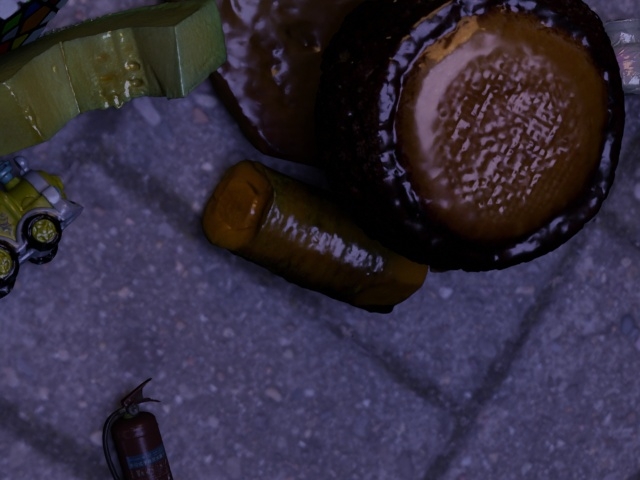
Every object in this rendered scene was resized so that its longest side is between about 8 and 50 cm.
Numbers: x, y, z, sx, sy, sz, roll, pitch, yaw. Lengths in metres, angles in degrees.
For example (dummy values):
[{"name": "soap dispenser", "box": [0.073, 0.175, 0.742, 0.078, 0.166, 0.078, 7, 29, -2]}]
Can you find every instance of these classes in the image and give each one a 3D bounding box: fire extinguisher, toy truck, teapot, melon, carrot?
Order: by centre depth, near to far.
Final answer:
[{"name": "melon", "box": [-0.168, -0.118, 1.351, 0.209, 0.118, 0.064, -16, 108, -1]}, {"name": "toy truck", "box": [-0.229, -0.011, 1.364, 0.111, 0.076, 0.077, -40, 89, -16]}, {"name": "fire extinguisher", "box": [-0.134, 0.176, 1.439, 0.056, 0.039, 0.132, -22, 104, -30]}, {"name": "carrot", "box": [0.000, 0.000, 1.456, 0.173, 0.082, 0.082, 21, 87, -27]}, {"name": "teapot", "box": [0.242, -0.151, 1.563, 0.083, 0.064, 0.064, -6, 91, 8]}]

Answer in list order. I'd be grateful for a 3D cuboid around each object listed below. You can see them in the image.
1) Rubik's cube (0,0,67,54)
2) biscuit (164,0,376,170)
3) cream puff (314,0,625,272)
[{"name": "Rubik's cube", "box": [-0.236, -0.192, 1.315, 0.133, 0.133, 0.112, 36, 53, -23]}, {"name": "biscuit", "box": [0.043, -0.219, 1.471, 0.359, 0.046, 0.359, -2, 96, -23]}, {"name": "cream puff", "box": [0.106, -0.096, 1.399, 0.239, 0.165, 0.239, -4, 101, -22]}]
